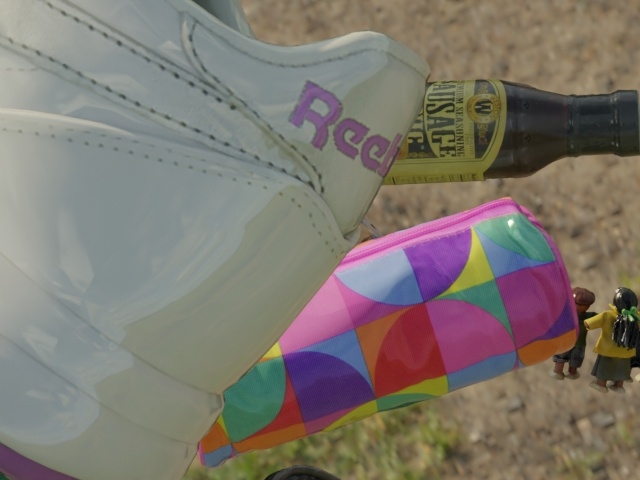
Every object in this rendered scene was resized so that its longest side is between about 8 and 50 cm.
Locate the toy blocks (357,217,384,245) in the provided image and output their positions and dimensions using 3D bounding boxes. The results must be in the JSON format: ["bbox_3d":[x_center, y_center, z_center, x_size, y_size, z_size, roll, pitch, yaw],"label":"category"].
[{"bbox_3d":[-0.097,0.061,1.587,0.381,0.261,0.191,-46,79,6],"label":"toy blocks"}]

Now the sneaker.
[{"bbox_3d":[-0.101,-0.083,0.459,0.305,0.114,0.152,44,97,18],"label":"sneaker"}]

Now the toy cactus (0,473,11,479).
[{"bbox_3d":[-0.140,0.076,0.558,0.219,0.180,0.112,-11,39,-1],"label":"toy cactus"}]

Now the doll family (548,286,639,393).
[{"bbox_3d":[0.317,0.093,1.858,0.193,0.111,0.076,4,15,-26],"label":"doll family"}]

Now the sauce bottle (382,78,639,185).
[{"bbox_3d":[0.061,-0.044,0.741,0.128,0.042,0.042,-4,45,8],"label":"sauce bottle"}]

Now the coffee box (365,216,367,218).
[{"bbox_3d":[0.000,0.000,1.878,0.098,0.141,0.246,-23,78,5],"label":"coffee box"}]

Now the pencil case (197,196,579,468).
[{"bbox_3d":[0.021,0.049,1.037,0.236,0.104,0.104,-17,40,-6],"label":"pencil case"}]

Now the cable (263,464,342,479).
[{"bbox_3d":[0.084,0.249,1.542,0.072,0.287,0.139,-14,41,54],"label":"cable"}]
